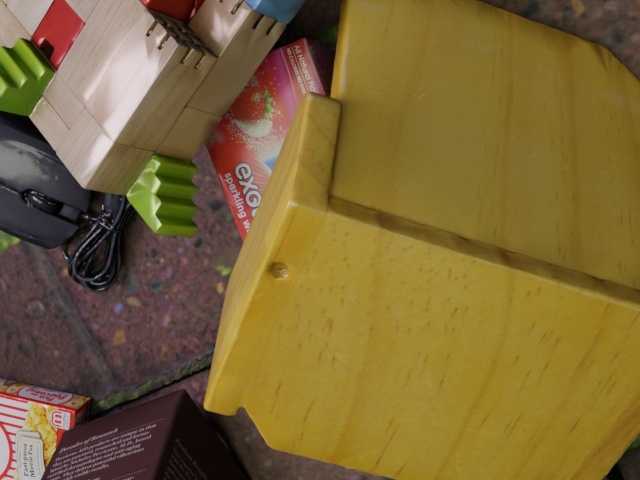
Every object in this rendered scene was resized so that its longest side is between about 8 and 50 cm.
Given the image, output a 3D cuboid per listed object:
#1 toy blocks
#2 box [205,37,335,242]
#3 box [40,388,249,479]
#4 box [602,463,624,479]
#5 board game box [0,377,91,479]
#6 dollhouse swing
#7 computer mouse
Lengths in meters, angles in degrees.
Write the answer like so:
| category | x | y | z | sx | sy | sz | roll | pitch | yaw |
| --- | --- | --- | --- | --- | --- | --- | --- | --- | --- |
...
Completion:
| category | x | y | z | sx | sy | sz | roll | pitch | yaw |
| --- | --- | --- | --- | --- | --- | --- | --- | --- | --- |
| toy blocks | -0.172 | -0.228 | 0.886 | 0.381 | 0.191 | 0.261 | 48 | 111 | 27 |
| box | -0.014 | -0.052 | 0.994 | 0.128 | 0.122 | 0.257 | -20 | 92 | 13 |
| box | -0.189 | 0.298 | 1.071 | 0.167 | 0.203 | 0.168 | -22 | 115 | 18 |
| box | 0.206 | 0.221 | 1.034 | 0.156 | 0.093 | 0.158 | -22 | 98 | 18 |
| board game box | -0.369 | 0.237 | 1.205 | 0.193 | 0.045 | 0.146 | 10 | 105 | 12 |
| dollhouse swing | 0.111 | -0.005 | 0.909 | 0.347 | 0.305 | 0.315 | 16 | 126 | -12 |
| computer mouse | -0.321 | -0.072 | 1.105 | 0.272 | 0.072 | 0.188 | 28 | 109 | 6 |
